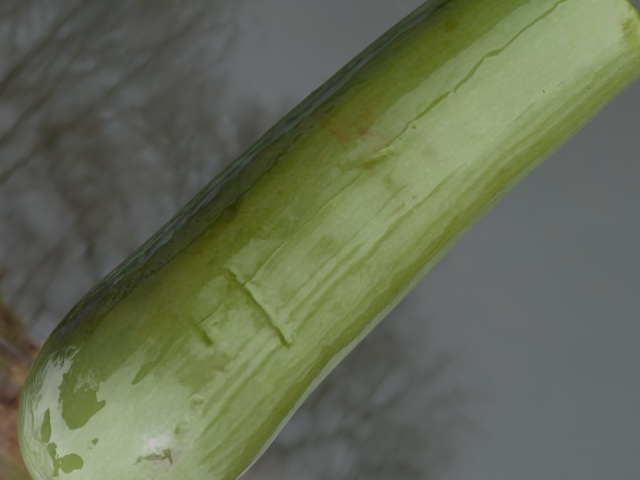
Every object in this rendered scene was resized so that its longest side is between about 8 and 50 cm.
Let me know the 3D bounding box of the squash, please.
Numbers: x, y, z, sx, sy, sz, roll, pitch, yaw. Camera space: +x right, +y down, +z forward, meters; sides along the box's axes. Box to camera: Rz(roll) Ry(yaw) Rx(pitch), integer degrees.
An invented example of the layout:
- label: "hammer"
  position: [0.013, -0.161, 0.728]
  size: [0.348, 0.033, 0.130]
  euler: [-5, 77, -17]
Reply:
- label: "squash"
  position: [0.000, 0.000, 0.495]
  size: [0.083, 0.250, 0.083]
  euler: [47, -179, -1]
